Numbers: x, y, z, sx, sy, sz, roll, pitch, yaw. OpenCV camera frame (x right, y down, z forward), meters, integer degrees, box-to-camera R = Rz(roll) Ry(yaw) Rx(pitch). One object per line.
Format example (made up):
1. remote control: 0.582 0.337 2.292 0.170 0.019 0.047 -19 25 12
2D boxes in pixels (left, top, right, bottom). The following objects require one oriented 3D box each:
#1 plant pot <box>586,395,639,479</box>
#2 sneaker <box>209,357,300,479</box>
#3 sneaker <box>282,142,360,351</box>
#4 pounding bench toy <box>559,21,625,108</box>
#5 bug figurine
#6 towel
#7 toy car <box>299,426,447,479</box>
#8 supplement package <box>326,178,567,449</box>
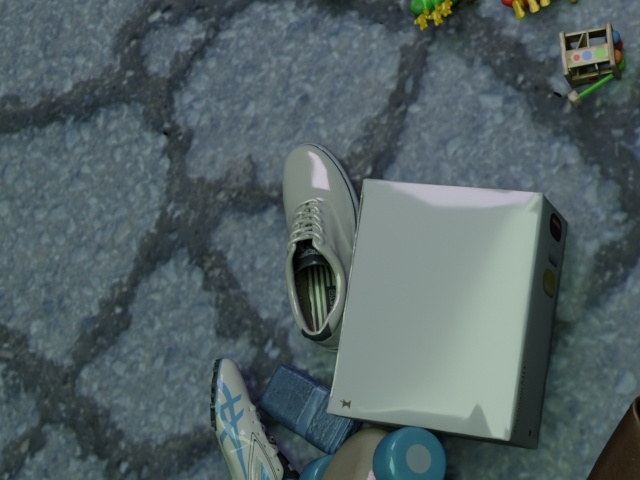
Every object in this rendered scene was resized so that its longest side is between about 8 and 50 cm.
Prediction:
1. plant pot: 0.322 0.308 1.263 0.215 0.215 0.230 45 111 24
2. sneaker: -0.075 0.247 1.489 0.086 0.085 0.237 -16 75 -1
3. sneaker: 0.000 0.000 1.504 0.094 0.091 0.258 -17 73 17
4. pounding bench toy: 0.309 -0.194 1.446 0.065 0.052 0.083 -8 76 19
5. bug figurine: 0.185 -0.371 1.525 0.216 0.072 0.279 -19 76 23
6. towel: -0.011 0.198 1.499 0.119 0.029 0.067 30 90 24
7. toy car: 0.100 0.337 1.367 0.238 0.219 0.210 32 61 -15
8. supplement package: 0.143 0.080 1.401 0.204 0.145 0.262 6 81 23
